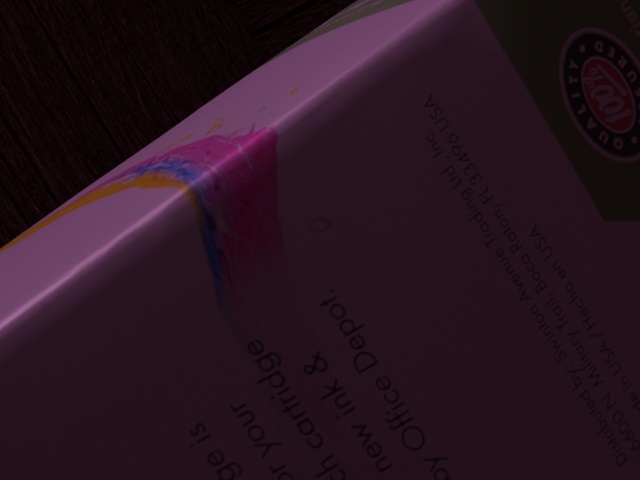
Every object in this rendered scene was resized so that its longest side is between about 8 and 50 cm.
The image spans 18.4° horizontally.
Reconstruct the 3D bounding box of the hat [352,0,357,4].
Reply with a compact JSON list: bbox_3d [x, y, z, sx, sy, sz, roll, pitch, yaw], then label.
[{"bbox_3d":[0.100,-0.038,0.933,0.331,0.134,0.331,-46,29,36],"label":"hat"}]

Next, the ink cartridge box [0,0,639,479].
[{"bbox_3d":[-0.018,0.089,0.478,0.353,0.207,0.119,-38,13,-31],"label":"ink cartridge box"}]
